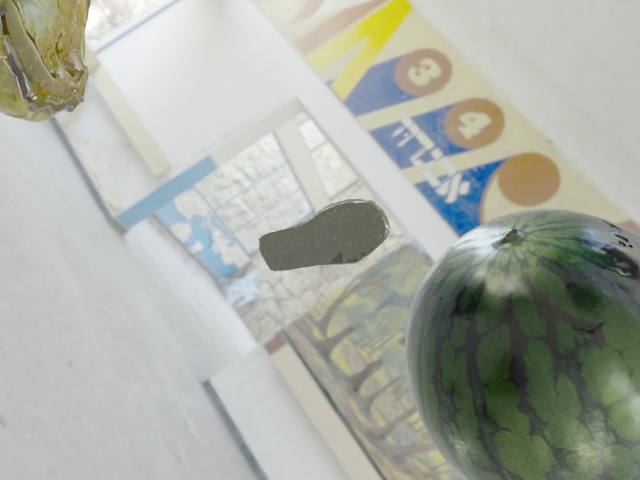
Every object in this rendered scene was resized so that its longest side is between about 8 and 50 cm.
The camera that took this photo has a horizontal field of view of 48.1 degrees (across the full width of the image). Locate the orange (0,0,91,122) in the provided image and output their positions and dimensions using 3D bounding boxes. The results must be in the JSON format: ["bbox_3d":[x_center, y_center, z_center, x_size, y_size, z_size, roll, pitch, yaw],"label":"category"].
[{"bbox_3d":[-0.348,-0.308,0.732,0.270,0.211,0.368,-96,-163,-60],"label":"orange"}]

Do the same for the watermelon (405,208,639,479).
[{"bbox_3d":[0.268,0.134,0.811,0.363,0.363,0.363,54,-4,5],"label":"watermelon"}]

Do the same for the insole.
[{"bbox_3d":[0.000,0.000,0.716,0.192,0.010,0.063,-16,-78,49],"label":"insole"}]
